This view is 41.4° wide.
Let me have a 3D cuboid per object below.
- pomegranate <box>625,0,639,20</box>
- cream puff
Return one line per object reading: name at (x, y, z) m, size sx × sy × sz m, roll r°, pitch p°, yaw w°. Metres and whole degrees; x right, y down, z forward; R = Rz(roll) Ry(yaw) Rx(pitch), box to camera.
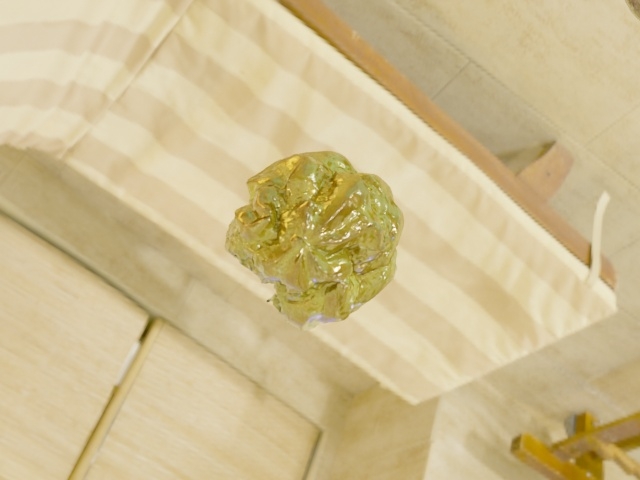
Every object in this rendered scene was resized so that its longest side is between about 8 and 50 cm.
pomegranate at (0.397, -0.312, 0.856) m, size 0.179 × 0.210 × 0.179 m, roll 20°, pitch 151°, yaw 12°
cream puff at (-0.001, 0.000, 0.702) m, size 0.121 × 0.156 × 0.156 m, roll -15°, pitch 127°, yaw 25°
